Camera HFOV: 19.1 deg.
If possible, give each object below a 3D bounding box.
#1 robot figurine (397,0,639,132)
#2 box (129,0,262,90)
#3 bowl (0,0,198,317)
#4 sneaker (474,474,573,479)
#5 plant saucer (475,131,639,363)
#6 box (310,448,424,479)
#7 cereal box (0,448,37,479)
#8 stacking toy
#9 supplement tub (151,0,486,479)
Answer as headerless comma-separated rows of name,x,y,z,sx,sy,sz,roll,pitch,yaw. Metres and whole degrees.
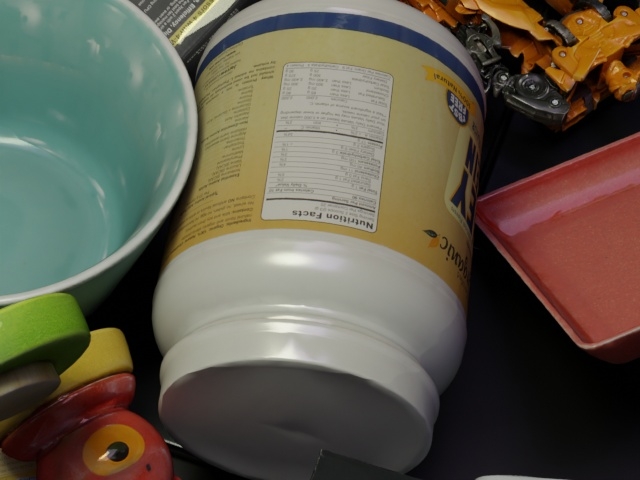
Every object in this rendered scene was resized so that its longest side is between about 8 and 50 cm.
robot figurine,0.168,-0.209,1.627,0.211,0.085,0.291,-33,64,-21
box,-0.125,-0.310,1.576,0.395,0.097,0.318,-47,66,2
bowl,-0.248,-0.040,1.396,0.311,0.163,0.312,3,54,-5
sneaker,0.231,0.225,1.362,0.258,0.094,0.091,3,75,4
plant saucer,0.272,-0.006,1.451,0.259,0.048,0.258,-21,29,-7
box,0.065,0.256,1.218,0.184,0.261,0.103,14,58,5
cereal box,-0.301,0.108,1.418,0.173,0.047,0.240,-10,59,-11
stacking toy,-0.233,0.168,1.210,0.309,0.279,0.130,-29,79,-12
supplement tub,0.000,0.000,1.398,0.228,0.228,0.316,7,58,1
